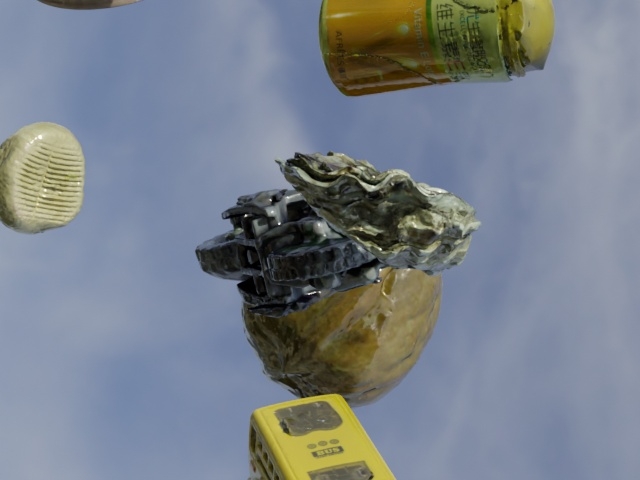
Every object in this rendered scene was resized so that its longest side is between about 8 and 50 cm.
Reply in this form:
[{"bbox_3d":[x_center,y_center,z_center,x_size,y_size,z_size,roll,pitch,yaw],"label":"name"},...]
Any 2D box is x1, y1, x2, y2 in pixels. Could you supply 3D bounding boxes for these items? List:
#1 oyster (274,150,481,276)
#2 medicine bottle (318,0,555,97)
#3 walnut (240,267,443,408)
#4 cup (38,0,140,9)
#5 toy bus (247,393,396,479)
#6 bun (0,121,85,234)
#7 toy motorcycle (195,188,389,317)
[{"bbox_3d":[0.045,-0.019,1.125,0.064,0.177,0.125,-64,-154,4],"label":"oyster"},{"bbox_3d":[0.124,-0.217,1.699,0.239,0.124,0.124,-4,-76,25],"label":"medicine bottle"},{"bbox_3d":[0.035,0.077,2.054,0.227,0.283,0.283,45,-34,-4],"label":"walnut"},{"bbox_3d":[-0.256,-0.395,1.783,0.288,0.208,0.273,-77,163,-54],"label":"cup"},{"bbox_3d":[0.022,0.294,1.717,0.330,0.144,0.152,-127,-149,-62],"label":"toy bus"},{"bbox_3d":[-0.287,-0.063,1.641,0.069,0.115,0.115,17,-61,42],"label":"bun"},{"bbox_3d":[0.000,0.000,1.339,0.270,0.159,0.106,5,-71,67],"label":"toy motorcycle"}]
